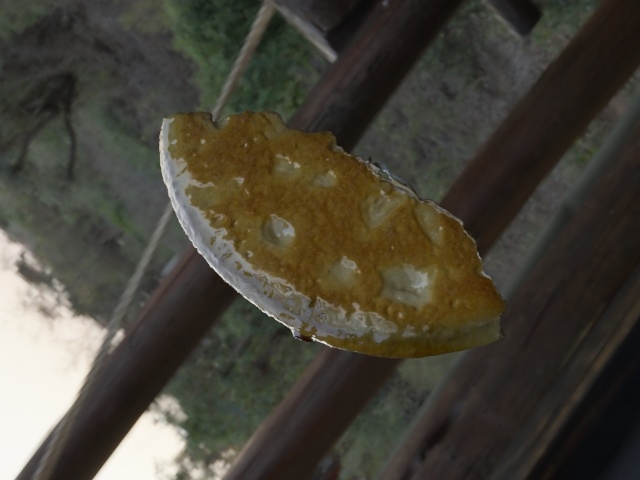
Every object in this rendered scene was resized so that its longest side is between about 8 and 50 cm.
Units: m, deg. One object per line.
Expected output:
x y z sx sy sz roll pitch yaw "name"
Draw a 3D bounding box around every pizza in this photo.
0.000 0.000 0.650 0.246 0.127 0.058 21 158 8 "pizza"
